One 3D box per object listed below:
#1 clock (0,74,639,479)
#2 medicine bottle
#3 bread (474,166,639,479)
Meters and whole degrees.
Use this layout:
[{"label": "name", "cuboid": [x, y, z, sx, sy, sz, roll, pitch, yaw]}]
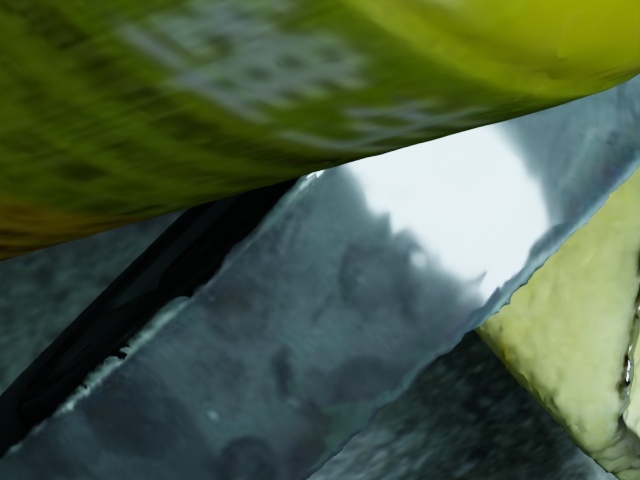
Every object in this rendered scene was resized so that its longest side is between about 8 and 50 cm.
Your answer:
[{"label": "clock", "cuboid": [-0.001, -0.001, 0.625, 0.312, 0.312, 0.061, -41, 97, 18]}, {"label": "medicine bottle", "cuboid": [0.000, -0.129, 0.390, 0.384, 0.224, 0.224, -15, 154, 39]}, {"label": "bread", "cuboid": [0.134, 0.031, 0.831, 0.142, 0.178, 0.266, -8, 158, 22]}]
